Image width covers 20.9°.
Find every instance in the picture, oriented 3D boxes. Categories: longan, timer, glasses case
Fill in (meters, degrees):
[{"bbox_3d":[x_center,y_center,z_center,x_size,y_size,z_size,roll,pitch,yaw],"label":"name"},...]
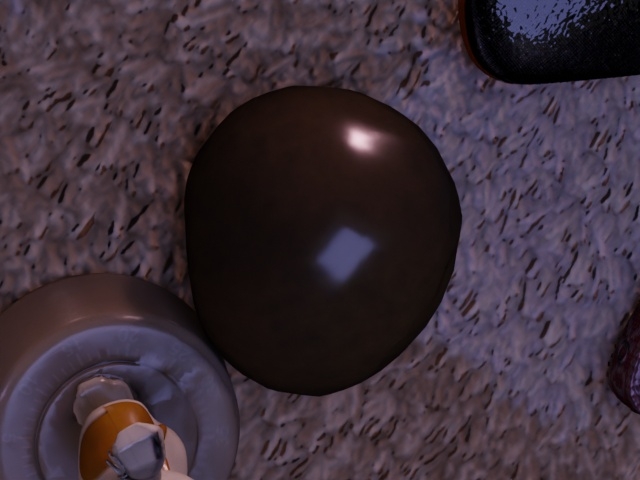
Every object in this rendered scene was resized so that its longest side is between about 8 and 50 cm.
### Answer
[{"bbox_3d":[0.000,0.000,1.046,0.189,0.189,0.189,-4,102,-18],"label":"longan"},{"bbox_3d":[-0.104,0.129,0.976,0.175,0.266,0.175,-4,102,-17],"label":"timer"},{"bbox_3d":[0.217,-0.161,1.131,0.266,0.067,0.103,-7,104,-18],"label":"glasses case"}]

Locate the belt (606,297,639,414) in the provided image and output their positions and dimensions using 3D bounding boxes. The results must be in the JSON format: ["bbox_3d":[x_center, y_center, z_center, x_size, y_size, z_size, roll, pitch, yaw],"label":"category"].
[{"bbox_3d":[0.257,0.012,1.188,0.071,0.053,0.232,12,97,-12],"label":"belt"}]
